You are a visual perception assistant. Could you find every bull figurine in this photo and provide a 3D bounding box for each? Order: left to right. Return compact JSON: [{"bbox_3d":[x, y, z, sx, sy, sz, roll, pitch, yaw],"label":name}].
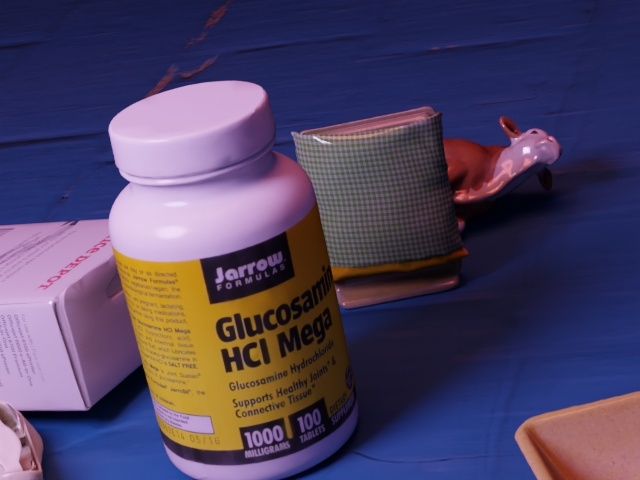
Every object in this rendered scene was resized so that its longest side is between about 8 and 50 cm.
[{"bbox_3d":[0.123,-0.068,1.966,0.310,0.101,0.188,1,28,27],"label":"bull figurine"}]

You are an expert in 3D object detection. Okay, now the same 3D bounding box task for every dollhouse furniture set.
[{"bbox_3d":[0.000,0.000,1.744,0.301,0.197,0.151,-12,22,2],"label":"dollhouse furniture set"}]

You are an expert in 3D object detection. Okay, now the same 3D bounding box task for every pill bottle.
[{"bbox_3d":[-0.083,0.036,1.526,0.188,0.334,0.188,-10,23,5],"label":"pill bottle"}]

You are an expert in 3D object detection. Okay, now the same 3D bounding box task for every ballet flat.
[{"bbox_3d":[-0.301,0.194,1.590,0.086,0.086,0.248,-18,24,-15],"label":"ballet flat"}]

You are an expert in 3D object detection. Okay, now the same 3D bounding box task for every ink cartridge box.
[{"bbox_3d":[-0.323,0.076,1.784,0.307,0.129,0.223,-3,21,29],"label":"ink cartridge box"}]

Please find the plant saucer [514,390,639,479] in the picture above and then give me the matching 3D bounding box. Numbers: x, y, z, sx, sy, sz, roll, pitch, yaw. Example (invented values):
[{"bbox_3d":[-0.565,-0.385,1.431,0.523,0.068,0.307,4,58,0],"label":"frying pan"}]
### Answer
[{"bbox_3d":[0.345,0.205,1.256,0.333,0.081,0.333,-13,24,-4],"label":"plant saucer"}]
